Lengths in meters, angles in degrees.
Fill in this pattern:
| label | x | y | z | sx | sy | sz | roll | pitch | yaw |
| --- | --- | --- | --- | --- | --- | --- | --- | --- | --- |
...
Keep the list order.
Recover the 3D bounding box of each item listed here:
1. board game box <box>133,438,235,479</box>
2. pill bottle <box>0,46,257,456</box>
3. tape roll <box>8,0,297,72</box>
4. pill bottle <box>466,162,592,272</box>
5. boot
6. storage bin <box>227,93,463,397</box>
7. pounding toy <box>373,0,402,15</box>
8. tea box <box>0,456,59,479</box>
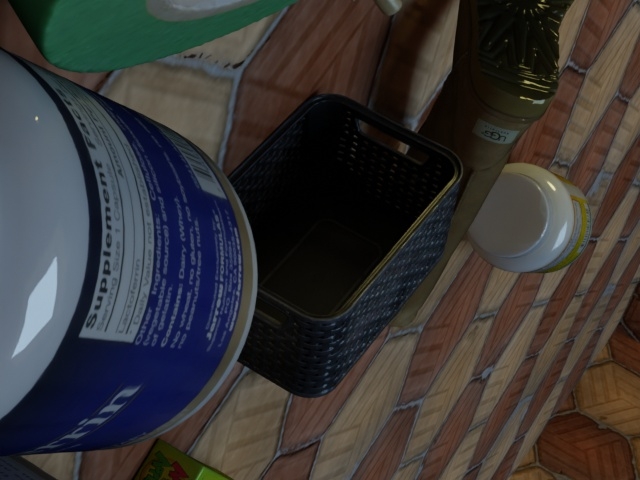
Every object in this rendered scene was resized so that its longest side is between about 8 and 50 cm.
| label | x | y | z | sx | sy | sz | roll | pitch | yaw |
| --- | --- | --- | --- | --- | --- | --- | --- | --- | --- |
| board game box | -0.108 | 0.217 | 1.111 | 0.092 | 0.043 | 0.181 | -58 | 162 | -9 |
| pill bottle | -0.134 | 0.005 | 0.529 | 0.153 | 0.153 | 0.264 | -62 | 162 | 2 |
| tape roll | 0.020 | -0.176 | 0.524 | 0.321 | 0.077 | 0.321 | -32 | 178 | -1 |
| pill bottle | 0.220 | -0.023 | 1.536 | 0.118 | 0.117 | 0.208 | -63 | 163 | 7 |
| boot | 0.107 | -0.096 | 1.162 | 0.269 | 0.089 | 0.236 | 116 | -6 | -47 |
| storage bin | 0.000 | 0.000 | 0.945 | 0.180 | 0.122 | 0.084 | -47 | 158 | -37 |
| pounding toy | 0.042 | -0.219 | 0.756 | 0.206 | 0.094 | 0.181 | -1 | 118 | -26 |
| tea box | -0.169 | 0.256 | 0.521 | 0.324 | 0.329 | 0.220 | -61 | 162 | 1 |
